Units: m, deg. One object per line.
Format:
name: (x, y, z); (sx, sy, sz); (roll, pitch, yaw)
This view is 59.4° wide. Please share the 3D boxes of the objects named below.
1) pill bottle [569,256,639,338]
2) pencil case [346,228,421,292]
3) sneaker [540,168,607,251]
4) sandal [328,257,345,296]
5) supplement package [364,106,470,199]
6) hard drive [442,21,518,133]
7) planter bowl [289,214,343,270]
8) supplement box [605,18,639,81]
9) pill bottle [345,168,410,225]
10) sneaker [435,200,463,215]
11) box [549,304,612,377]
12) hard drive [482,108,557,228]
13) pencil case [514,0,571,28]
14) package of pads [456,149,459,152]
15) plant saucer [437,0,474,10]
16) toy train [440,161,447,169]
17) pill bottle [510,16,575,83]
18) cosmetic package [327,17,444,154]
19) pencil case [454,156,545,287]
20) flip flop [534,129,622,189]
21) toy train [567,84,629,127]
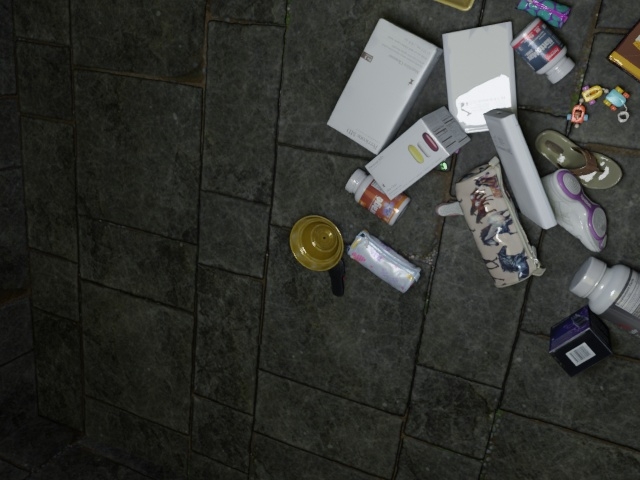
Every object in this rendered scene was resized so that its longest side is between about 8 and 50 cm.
pill bottle: (0.951, 0.183, 1.732); (0.319, 0.176, 0.176); (31, 115, 12)
pencil case: (0.232, 0.073, 2.040); (0.273, 0.113, 0.124); (37, 138, 8)
sneaker: (0.791, -0.090, 1.776); (0.305, 0.114, 0.152); (52, 152, -10)
sandal: (0.068, 0.136, 2.178); (0.067, 0.040, 0.179); (13, 125, 25)
supplement package: (0.314, -0.284, 1.823); (0.145, 0.204, 0.262); (53, 130, 2)
hard drive: (0.511, -0.510, 1.790); (0.210, 0.040, 0.318); (-3, 104, 23)
planter bowl: (0.000, 0.000, 2.132); (0.217, 0.090, 0.217); (7, 109, 22)
supplement box: (0.941, -0.531, 1.551); (0.191, 0.129, 0.194); (40, 116, 7)
pill bottle: (0.199, -0.158, 1.983); (0.216, 0.121, 0.121); (36, 116, 10)
sneaker: (0.461, -0.110, 1.932); (0.134, 0.070, 0.051); (-6, 95, -5)
box: (0.834, 0.320, 1.806); (0.108, 0.207, 0.153); (49, 116, 4)
hard drive: (0.602, -0.224, 1.704); (0.047, 0.233, 0.353); (-24, 104, 8)
pencil case: (0.659, -0.686, 1.659); (0.152, 0.070, 0.064); (30, 114, 11)
package of pads: (0.432, -0.330, 1.882); (0.083, 0.032, 0.050); (24, 118, 16)
plant saucer: (0.374, -0.913, 1.708); (0.333, 0.081, 0.332); (27, 114, 15)
toy train: (0.414, -0.281, 1.914); (0.024, 0.017, 0.083); (-16, 99, 16)
pill bottle: (0.664, -0.560, 1.669); (0.180, 0.108, 0.108); (44, 117, -4)
cosmetic package: (0.211, -0.504, 1.856); (0.217, 0.156, 0.385); (32, 114, 10)
pencil case: (0.578, -0.058, 1.827); (0.184, 0.160, 0.410); (-20, 97, 42)
flip flop: (0.788, -0.247, 1.728); (0.277, 0.080, 0.112); (36, 116, 10)
toy train: (0.834, -0.403, 1.684); (0.166, 0.046, 0.125); (5, 108, 25)
